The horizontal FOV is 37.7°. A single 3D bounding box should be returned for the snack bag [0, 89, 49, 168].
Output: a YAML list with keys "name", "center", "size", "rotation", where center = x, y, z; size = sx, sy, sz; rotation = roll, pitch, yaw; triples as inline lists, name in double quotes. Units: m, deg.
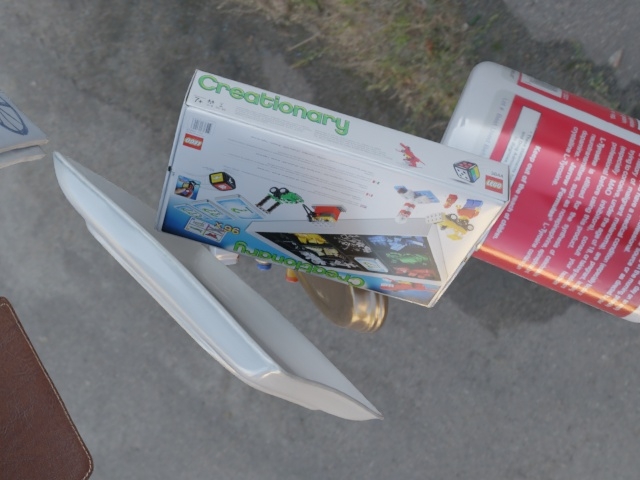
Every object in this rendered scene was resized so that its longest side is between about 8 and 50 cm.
- name: "snack bag"
  center: [-0.429, -0.184, 0.899]
  size: [0.037, 0.342, 0.323]
  rotation: [-43, 97, 9]

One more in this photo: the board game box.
- name: "board game box"
  center: [0.004, -0.040, 0.912]
  size: [0.306, 0.053, 0.193]
  rotation: [16, 142, -8]

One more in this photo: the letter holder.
- name: "letter holder"
  center: [-0.380, 0.211, 0.840]
  size: [0.152, 0.302, 0.214]
  rotation: [-31, 88, 28]

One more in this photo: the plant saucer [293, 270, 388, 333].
- name: "plant saucer"
  center: [0.000, 0.000, 1.225]
  size: [0.278, 0.041, 0.277]
  rotation: [55, 159, 33]

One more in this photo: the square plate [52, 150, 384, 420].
- name: "square plate"
  center: [-0.106, 0.071, 1.012]
  size: [0.347, 0.344, 0.049]
  rotation: [41, 89, 26]

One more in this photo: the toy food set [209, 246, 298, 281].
- name: "toy food set"
  center: [-0.143, 0.013, 1.519]
  size: [0.111, 0.232, 0.104]
  rotation: [-133, 43, -57]

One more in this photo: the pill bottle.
- name: "pill bottle"
  center: [0.334, -0.041, 1.134]
  size: [0.408, 0.229, 0.229]
  rotation: [23, 126, 4]
